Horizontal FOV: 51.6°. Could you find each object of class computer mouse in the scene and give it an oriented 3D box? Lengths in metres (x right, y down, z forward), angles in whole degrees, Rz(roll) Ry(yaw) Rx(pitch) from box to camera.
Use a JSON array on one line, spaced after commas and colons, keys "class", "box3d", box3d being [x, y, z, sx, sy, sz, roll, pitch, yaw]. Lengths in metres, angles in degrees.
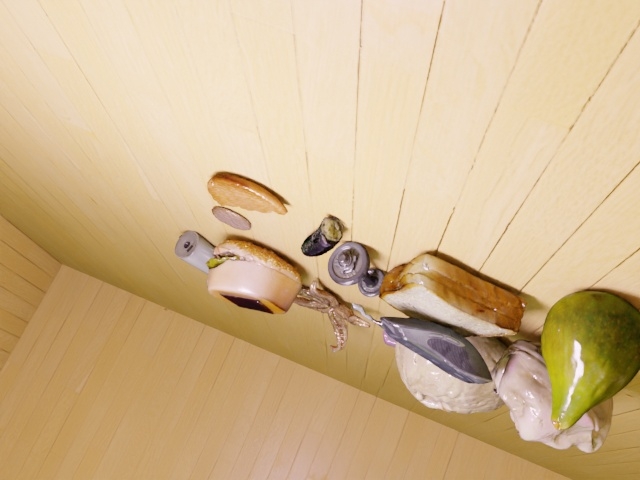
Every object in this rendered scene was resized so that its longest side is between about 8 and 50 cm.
[{"class": "computer mouse", "box3d": [0.248, 0.228, 1.582, 0.379, 0.090, 0.167, 30, 168, 0]}]

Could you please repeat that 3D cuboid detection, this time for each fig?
[{"class": "fig", "box3d": [0.517, 0.243, 1.282, 0.206, 0.275, 0.206, 21, 160, 8]}]

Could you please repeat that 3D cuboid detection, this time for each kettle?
[{"class": "kettle", "box3d": [-0.401, 0.043, 2.168, 0.126, 0.098, 0.148, 4, 157, 34]}]

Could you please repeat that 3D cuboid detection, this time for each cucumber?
[{"class": "cucumber", "box3d": [0.003, 0.001, 1.606, 0.067, 0.067, 0.245, 26, 164, -6]}]

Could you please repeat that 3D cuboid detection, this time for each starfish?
[{"class": "starfish", "box3d": [0.019, 0.228, 2.146, 0.375, 0.094, 0.327, 6, 135, 50]}]

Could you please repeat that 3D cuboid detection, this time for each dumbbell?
[{"class": "dumbbell", "box3d": [0.107, 0.087, 1.660, 0.110, 0.110, 0.254, 12, 165, 32]}]

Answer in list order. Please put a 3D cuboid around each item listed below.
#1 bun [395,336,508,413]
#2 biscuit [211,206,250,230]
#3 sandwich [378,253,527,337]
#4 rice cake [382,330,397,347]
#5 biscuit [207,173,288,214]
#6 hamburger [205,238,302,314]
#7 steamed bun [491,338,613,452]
[{"class": "bun", "box3d": [0.383, 0.375, 1.900, 0.352, 0.228, 0.349, 24, 160, -4]}, {"class": "biscuit", "box3d": [-0.244, -0.059, 1.812, 0.120, 0.015, 0.120, 21, 161, 8]}, {"class": "sandwich", "box3d": [0.292, 0.137, 1.558, 0.271, 0.099, 0.301, 30, 165, -6]}, {"class": "rice cake", "box3d": [0.370, 0.370, 2.176, 0.364, 0.056, 0.073, 19, 163, 18]}, {"class": "biscuit", "box3d": [-0.190, -0.113, 1.567, 0.224, 0.033, 0.144, 8, 154, 40]}, {"class": "hamburger", "box3d": [-0.198, 0.109, 1.983, 0.301, 0.171, 0.302, 14, 164, 4]}, {"class": "steamed bun", "box3d": [0.579, 0.343, 1.601, 0.280, 0.268, 0.207, 13, 128, -10]}]
